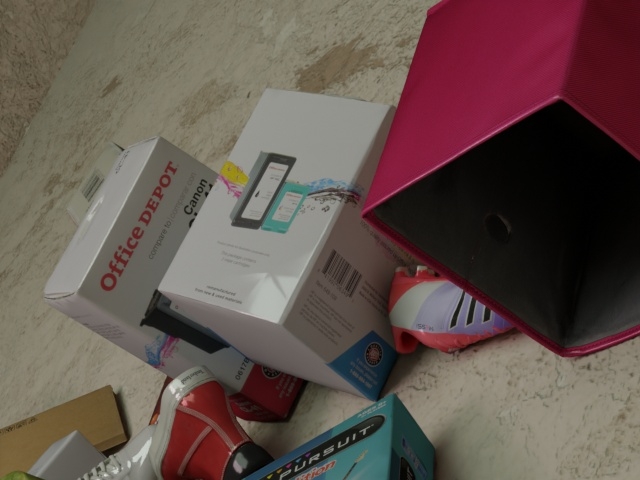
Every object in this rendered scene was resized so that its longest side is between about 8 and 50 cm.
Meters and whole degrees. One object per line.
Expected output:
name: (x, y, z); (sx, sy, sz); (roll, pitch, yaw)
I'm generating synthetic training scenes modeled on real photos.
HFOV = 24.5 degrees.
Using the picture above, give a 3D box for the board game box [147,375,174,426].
board game box: (-0.201, 0.279, 1.961); (0.145, 0.027, 0.281); (-31, 33, 48)

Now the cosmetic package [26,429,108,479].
cosmetic package: (-0.370, 0.377, 1.973); (0.085, 0.117, 0.231); (-32, 13, 46)

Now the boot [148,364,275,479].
boot: (-0.117, 0.277, 1.723); (0.088, 0.176, 0.244); (-29, -26, -25)

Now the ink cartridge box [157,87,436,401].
ink cartridge box: (0.000, 0.000, 1.637); (0.197, 0.198, 0.270); (13, 69, 42)

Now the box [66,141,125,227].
box: (-0.237, -0.024, 2.169); (0.127, 0.232, 0.148); (-56, 22, 1)

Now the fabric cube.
fabric cube: (0.232, -0.095, 1.292); (0.254, 0.259, 0.258); (-32, 31, 47)

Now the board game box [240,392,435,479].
board game box: (-0.024, 0.295, 1.324); (0.254, 0.079, 0.336); (-31, 15, 14)

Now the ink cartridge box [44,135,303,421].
ink cartridge box: (-0.141, 0.050, 1.780); (0.131, 0.306, 0.226); (-9, 51, 61)

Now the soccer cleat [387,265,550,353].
soccer cleat: (0.151, 0.073, 1.485); (0.248, 0.083, 0.095); (0, 88, 58)

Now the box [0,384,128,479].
box: (-0.392, 0.293, 2.193); (0.201, 0.021, 0.164); (-22, 24, -7)

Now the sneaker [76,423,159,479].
sneaker: (-0.276, 0.329, 1.889); (0.235, 0.095, 0.090); (-56, 22, -1)

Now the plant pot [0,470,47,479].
plant pot: (-0.281, 0.396, 1.667); (0.276, 0.254, 0.276); (-44, 26, 28)
